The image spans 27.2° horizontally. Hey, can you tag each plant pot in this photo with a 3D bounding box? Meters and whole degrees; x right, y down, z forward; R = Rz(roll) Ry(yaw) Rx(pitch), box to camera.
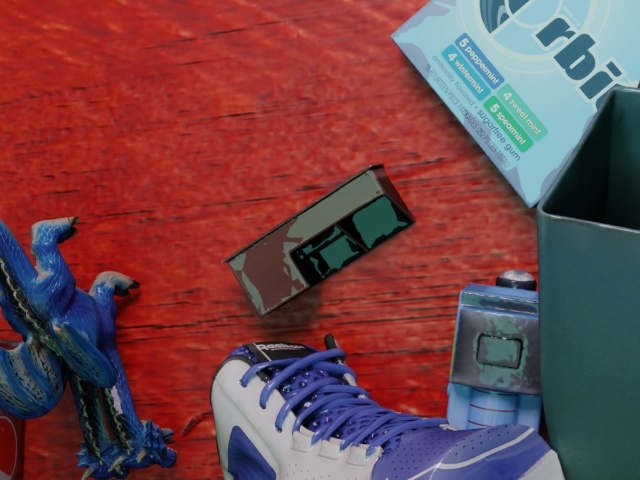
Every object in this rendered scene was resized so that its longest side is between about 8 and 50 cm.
[{"bbox_3d":[0.222,0.060,0.770,0.166,0.165,0.234,12,125,22],"label":"plant pot"}]

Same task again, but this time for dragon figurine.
[{"bbox_3d":[-0.190,0.068,0.929,0.085,0.289,0.144,-21,50,13],"label":"dragon figurine"}]

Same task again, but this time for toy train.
[{"bbox_3d":[0.120,0.112,0.897,0.080,0.105,0.184,8,95,14],"label":"toy train"}]

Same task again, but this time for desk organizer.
[{"bbox_3d":[0.000,0.000,0.953,0.130,0.047,0.050,-33,87,14],"label":"desk organizer"}]

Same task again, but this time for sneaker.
[{"bbox_3d":[0.004,0.140,0.870,0.315,0.127,0.182,-36,69,55],"label":"sneaker"}]

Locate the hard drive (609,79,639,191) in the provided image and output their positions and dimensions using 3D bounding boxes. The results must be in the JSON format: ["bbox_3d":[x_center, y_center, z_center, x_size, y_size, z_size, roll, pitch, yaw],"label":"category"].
[{"bbox_3d":[0.304,-0.122,0.818,0.172,0.054,0.254,26,99,13],"label":"hard drive"}]

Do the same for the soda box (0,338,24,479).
[{"bbox_3d":[-0.287,0.207,1.016,0.083,0.092,0.263,5,94,14],"label":"soda box"}]

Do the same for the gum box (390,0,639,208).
[{"bbox_3d":[0.168,-0.139,0.903,0.184,0.041,0.157,-39,83,12],"label":"gum box"}]
